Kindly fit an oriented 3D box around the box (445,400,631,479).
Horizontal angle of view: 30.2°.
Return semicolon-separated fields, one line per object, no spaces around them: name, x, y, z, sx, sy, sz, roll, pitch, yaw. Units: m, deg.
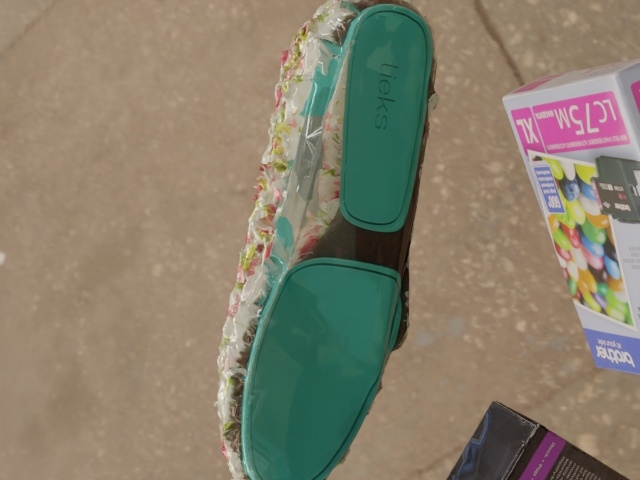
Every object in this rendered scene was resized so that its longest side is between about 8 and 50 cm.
box;0.094;0.147;0.533;0.029;0.162;0.116;29;86;44

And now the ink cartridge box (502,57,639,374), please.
ink cartridge box;0.262;0.009;0.976;0.311;0.065;0.186;67;163;-8

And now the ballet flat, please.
ballet flat;0.000;0.000;0.559;0.077;0.091;0.241;8;82;63
